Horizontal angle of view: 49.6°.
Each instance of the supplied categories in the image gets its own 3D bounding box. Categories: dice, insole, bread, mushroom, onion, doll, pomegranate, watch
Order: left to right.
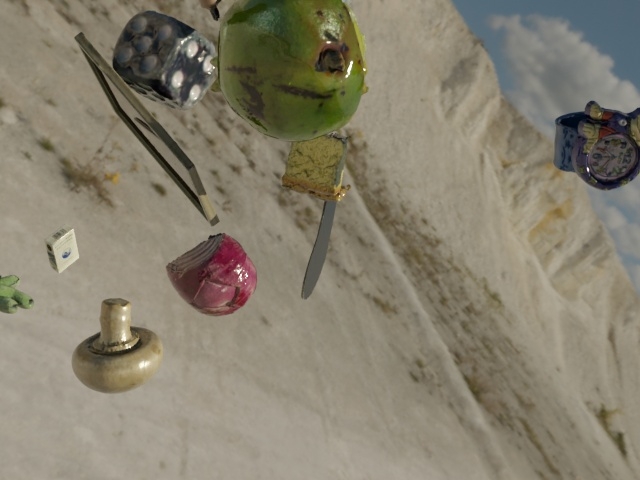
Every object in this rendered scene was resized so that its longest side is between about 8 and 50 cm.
[{"bbox_3d":[-0.632,0.105,1.340,0.150,0.078,0.115,25,29,20],"label":"doll"},{"bbox_3d":[-0.462,0.254,1.608,0.206,0.209,0.206,25,23,-12],"label":"mushroom"},{"bbox_3d":[-0.373,-0.431,1.667,0.181,0.183,0.182,24,-3,25],"label":"dice"},{"bbox_3d":[-0.326,0.124,2.139,0.248,0.250,0.111,57,-2,-9],"label":"onion"},{"bbox_3d":[-0.069,-0.290,1.150,0.340,0.261,0.260,-2,-37,48],"label":"pomegranate"},{"bbox_3d":[-0.006,-0.160,1.480,0.152,0.147,0.127,10,10,6],"label":"bread"},{"bbox_3d":[0.000,0.000,1.714,0.012,0.310,0.110,19,16,21],"label":"insole"},{"bbox_3d":[0.580,-0.206,1.417,0.196,0.171,0.200,4,22,-1],"label":"watch"}]

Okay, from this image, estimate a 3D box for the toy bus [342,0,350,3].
[{"bbox_3d":[-0.043,-0.713,1.719,0.330,0.109,0.136,51,24,-14],"label":"toy bus"}]

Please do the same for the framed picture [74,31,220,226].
[{"bbox_3d":[-0.406,-0.254,1.649,0.446,0.028,0.326,48,-13,15],"label":"framed picture"}]

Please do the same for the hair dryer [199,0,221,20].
[{"bbox_3d":[-0.185,-0.406,1.003,0.064,0.117,0.182,-67,149,-47],"label":"hair dryer"}]

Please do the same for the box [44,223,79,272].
[{"bbox_3d":[-0.486,0.016,1.301,0.024,0.054,0.083,27,-41,15],"label":"box"}]
